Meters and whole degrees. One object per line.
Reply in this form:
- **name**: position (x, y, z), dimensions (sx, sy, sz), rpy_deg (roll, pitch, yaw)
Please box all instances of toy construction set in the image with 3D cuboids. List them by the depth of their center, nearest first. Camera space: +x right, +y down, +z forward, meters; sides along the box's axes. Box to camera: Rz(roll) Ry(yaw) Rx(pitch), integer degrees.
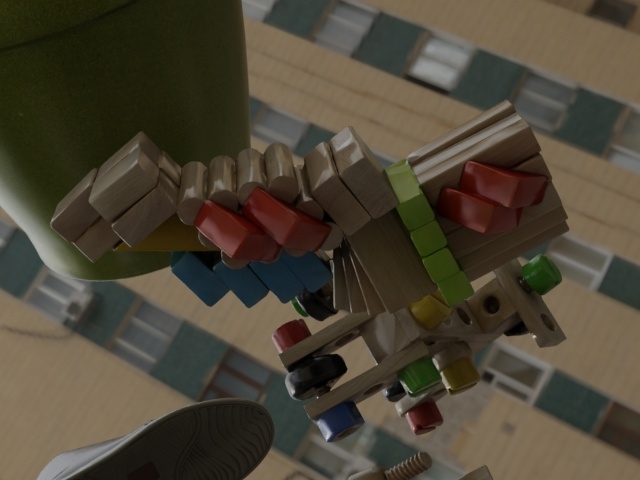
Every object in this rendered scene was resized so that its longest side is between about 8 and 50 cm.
- **toy construction set**: position (0.115, 0.114, 1.129), dimensions (0.237, 0.308, 0.257), rpy_deg (-33, -46, 22)

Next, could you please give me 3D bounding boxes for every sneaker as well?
- **sneaker**: position (-0.155, 0.189, 1.060), dimensions (0.222, 0.118, 0.083), rpy_deg (-22, -80, -17)

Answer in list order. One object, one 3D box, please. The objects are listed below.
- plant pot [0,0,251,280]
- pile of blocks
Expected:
- **plant pot**: position (-0.216, -0.164, 1.146), dimensions (0.366, 0.367, 0.353), rpy_deg (-45, -49, -35)
- **pile of blocks**: position (0.000, 0.000, 0.824), dimensions (0.112, 0.362, 0.148), rpy_deg (-102, 7, -70)
